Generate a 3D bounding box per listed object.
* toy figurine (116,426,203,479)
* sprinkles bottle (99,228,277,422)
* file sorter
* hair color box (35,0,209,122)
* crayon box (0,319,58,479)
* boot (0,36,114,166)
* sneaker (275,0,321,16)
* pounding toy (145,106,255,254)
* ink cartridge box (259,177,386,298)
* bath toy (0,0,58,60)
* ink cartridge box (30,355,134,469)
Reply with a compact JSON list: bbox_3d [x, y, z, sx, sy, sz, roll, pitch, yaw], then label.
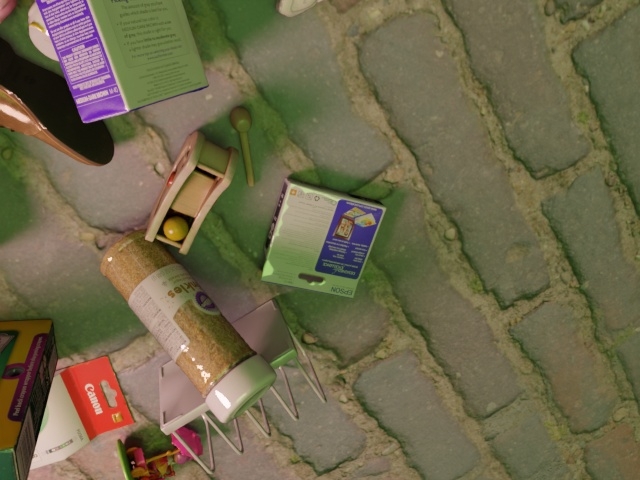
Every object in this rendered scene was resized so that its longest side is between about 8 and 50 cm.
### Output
[{"bbox_3d":[-0.324,0.461,1.299,0.159,0.130,0.173,-18,138,-17],"label":"toy figurine"},{"bbox_3d":[-0.231,0.141,1.067,0.121,0.121,0.355,-45,75,6],"label":"sprinkles bottle"},{"bbox_3d":[-0.150,0.287,1.218,0.277,0.193,0.173,-32,119,0],"label":"file sorter"},{"bbox_3d":[-0.302,-0.359,0.881,0.110,0.185,0.339,-3,111,32],"label":"hair color box"},{"bbox_3d":[-0.616,0.264,0.988,0.312,0.363,0.106,-2,113,-14],"label":"crayon box"},{"bbox_3d":[-0.476,-0.215,0.993,0.115,0.112,0.305,-30,125,32],"label":"boot"},{"bbox_3d":[-0.087,-0.489,0.965,0.118,0.110,0.292,-31,116,9],"label":"sneaker"},{"bbox_3d":[-0.180,-0.094,1.071,0.154,0.154,0.270,24,105,-22],"label":"pounding toy"},{"bbox_3d":[0.000,0.000,1.217,0.206,0.045,0.208,13,107,-19],"label":"ink cartridge box"},{"bbox_3d":[-0.477,-0.403,0.887,0.348,0.151,0.129,31,66,-24],"label":"bath toy"},{"bbox_3d":[-0.508,0.344,1.224,0.224,0.056,0.181,-15,115,-7],"label":"ink cartridge box"}]
